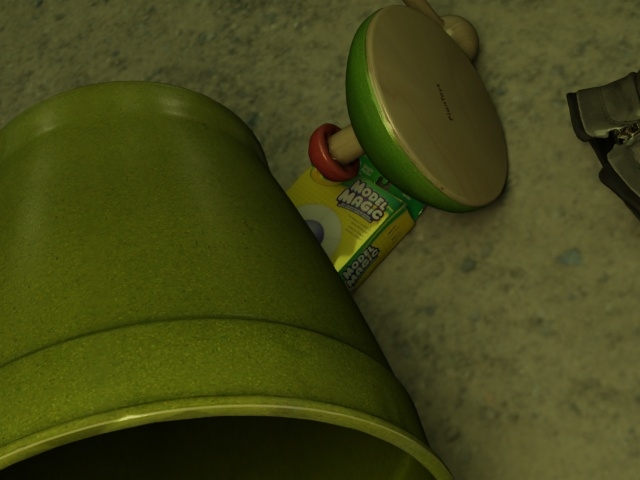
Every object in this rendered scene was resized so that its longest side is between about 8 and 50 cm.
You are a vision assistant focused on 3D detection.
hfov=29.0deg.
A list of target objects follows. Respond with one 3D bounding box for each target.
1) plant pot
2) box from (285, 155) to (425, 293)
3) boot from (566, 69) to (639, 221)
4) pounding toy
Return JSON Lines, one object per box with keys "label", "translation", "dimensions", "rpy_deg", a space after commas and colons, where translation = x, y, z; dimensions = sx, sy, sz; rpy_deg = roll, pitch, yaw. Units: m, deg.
{"label": "plant pot", "translation": [-0.122, 0.084, 0.881], "dimensions": [0.366, 0.366, 0.353], "rpy_deg": [-23, 48, 9]}
{"label": "box", "translation": [0.000, 0.000, 1.069], "dimensions": [0.179, 0.043, 0.105], "rpy_deg": [-47, 53, -11]}
{"label": "boot", "translation": [0.345, -0.050, 0.914], "dimensions": [0.223, 0.118, 0.338], "rpy_deg": [-35, 41, 4]}
{"label": "pounding toy", "translation": [0.059, -0.114, 1.051], "dimensions": [0.110, 0.183, 0.237], "rpy_deg": [-28, 48, 34]}
